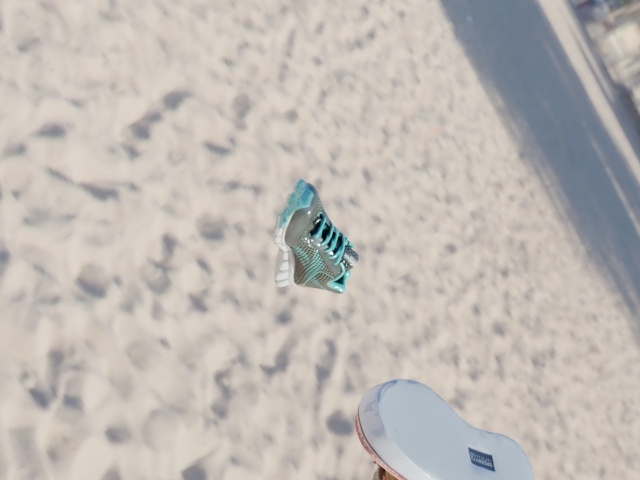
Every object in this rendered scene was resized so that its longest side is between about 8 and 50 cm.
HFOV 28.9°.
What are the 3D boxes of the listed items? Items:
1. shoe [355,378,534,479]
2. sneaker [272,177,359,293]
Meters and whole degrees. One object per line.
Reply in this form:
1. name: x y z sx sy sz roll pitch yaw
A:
1. shoe: 0.057 0.141 0.771 0.178 0.081 0.063 31 43 -46
2. sneaker: 0.000 0.000 1.140 0.166 0.076 0.065 89 21 -66
